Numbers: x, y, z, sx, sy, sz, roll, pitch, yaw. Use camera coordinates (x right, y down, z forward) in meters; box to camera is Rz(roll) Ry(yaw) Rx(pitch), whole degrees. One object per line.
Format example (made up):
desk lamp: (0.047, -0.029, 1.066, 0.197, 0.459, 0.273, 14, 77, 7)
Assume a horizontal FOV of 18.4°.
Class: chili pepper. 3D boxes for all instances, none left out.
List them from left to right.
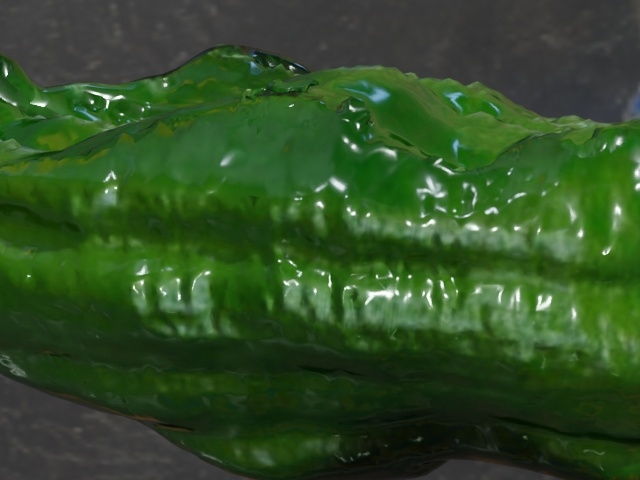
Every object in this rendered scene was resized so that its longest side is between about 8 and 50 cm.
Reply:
chili pepper: (0.000, 0.010, 0.784, 0.213, 0.385, 0.167, -11, 108, -75)
